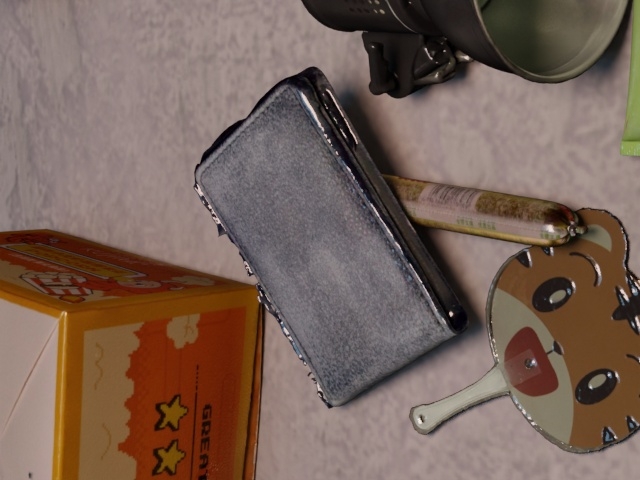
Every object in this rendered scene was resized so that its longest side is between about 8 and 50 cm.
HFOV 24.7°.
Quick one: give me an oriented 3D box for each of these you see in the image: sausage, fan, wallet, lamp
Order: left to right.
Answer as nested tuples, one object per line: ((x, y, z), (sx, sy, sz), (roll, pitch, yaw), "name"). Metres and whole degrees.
((0.002, -0.001, 1.055), (0.222, 0.036, 0.167), (58, 139, 7), "wallet")
((0.072, -0.026, 1.018), (0.269, 0.033, 0.033), (12, 103, 43), "sausage")
((0.071, -0.174, 0.953), (0.227, 0.147, 0.172), (11, 126, 50), "lamp")
((0.142, 0.085, 0.987), (0.227, 0.008, 0.152), (-35, 71, 39), "fan")

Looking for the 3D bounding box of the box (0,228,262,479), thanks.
((-0.219, 0.141, 1.190), (0.283, 0.214, 0.259), (14, 101, 40), "box")

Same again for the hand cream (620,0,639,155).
((0.221, -0.134, 0.867), (0.095, 0.046, 0.175), (8, 107, 41), "hand cream")
